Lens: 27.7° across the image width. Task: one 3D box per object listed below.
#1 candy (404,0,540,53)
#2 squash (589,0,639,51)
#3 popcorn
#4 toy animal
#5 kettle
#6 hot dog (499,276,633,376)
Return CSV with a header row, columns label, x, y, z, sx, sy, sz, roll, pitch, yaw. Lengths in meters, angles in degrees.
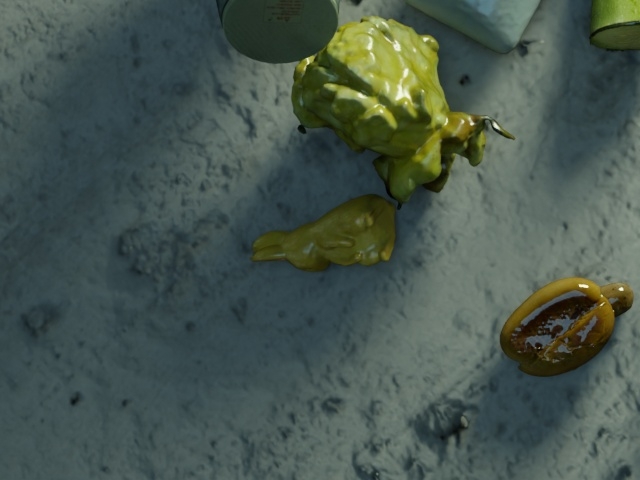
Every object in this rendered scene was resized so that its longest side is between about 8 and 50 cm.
label,x,y,z,sx,sy,sz,roll,pitch,yaw
candy,0.180,-0.297,1.353,0.138,0.071,0.174,30,96,10
squash,0.306,-0.307,1.322,0.094,0.094,0.224,-7,82,12
popcorn,0.072,-0.134,1.324,0.174,0.168,0.195,-34,82,12
toy animal,0.001,0.000,1.397,0.159,0.083,0.070,-17,113,22
kettle,-0.041,-0.318,1.283,0.160,0.210,0.243,2,53,-12
hot dog,0.254,0.084,1.342,0.140,0.060,0.090,-43,85,15
